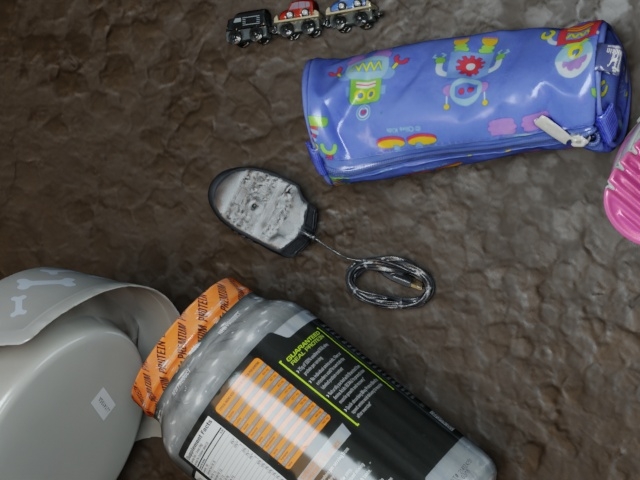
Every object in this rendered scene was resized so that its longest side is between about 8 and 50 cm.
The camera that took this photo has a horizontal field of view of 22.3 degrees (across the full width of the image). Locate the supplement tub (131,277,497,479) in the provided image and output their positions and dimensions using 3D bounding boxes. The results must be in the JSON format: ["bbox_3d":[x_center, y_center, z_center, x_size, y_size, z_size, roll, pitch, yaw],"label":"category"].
[{"bbox_3d":[-0.010,0.188,1.514,0.316,0.193,0.193,39,106,11],"label":"supplement tub"}]

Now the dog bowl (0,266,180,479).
[{"bbox_3d":[-0.272,0.182,1.534,0.102,0.348,0.349,26,104,26],"label":"dog bowl"}]

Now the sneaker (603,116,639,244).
[{"bbox_3d":[0.326,-0.101,1.422,0.103,0.111,0.252,41,84,2],"label":"sneaker"}]

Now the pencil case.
[{"bbox_3d":[0.130,-0.120,1.468,0.306,0.133,0.119,-6,134,20],"label":"pencil case"}]

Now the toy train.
[{"bbox_3d":[-0.017,-0.213,1.560,0.158,0.027,0.036,-6,84,19],"label":"toy train"}]

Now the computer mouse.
[{"bbox_3d":[0.000,0.000,1.577,0.242,0.041,0.071,30,88,8],"label":"computer mouse"}]
